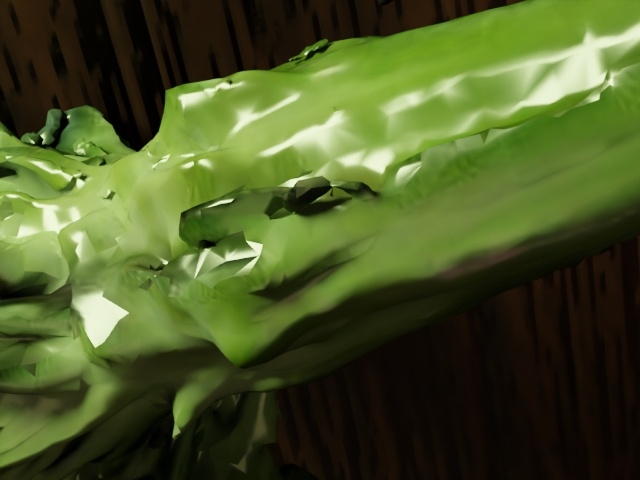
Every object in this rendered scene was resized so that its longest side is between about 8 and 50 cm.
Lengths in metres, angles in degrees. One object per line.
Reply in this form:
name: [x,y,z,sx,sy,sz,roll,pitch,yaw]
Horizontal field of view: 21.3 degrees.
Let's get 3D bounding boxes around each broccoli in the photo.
broccoli: [-0.003,-0.007,0.430,0.304,0.145,0.165,-18,147,34]

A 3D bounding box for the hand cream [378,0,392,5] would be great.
hand cream: [0.019,-0.148,0.363,0.075,0.052,0.248,-16,145,4]
